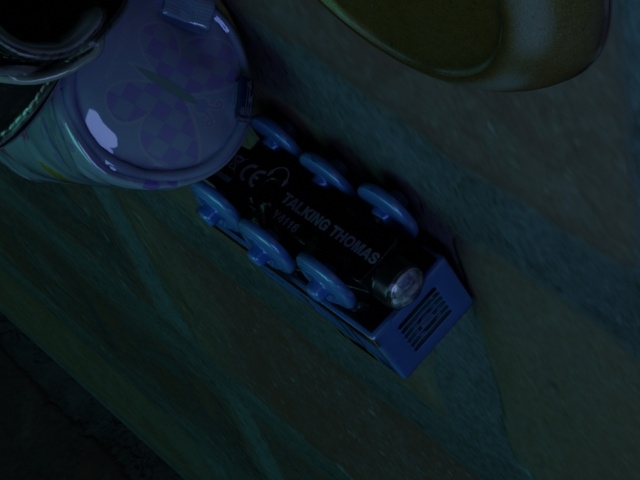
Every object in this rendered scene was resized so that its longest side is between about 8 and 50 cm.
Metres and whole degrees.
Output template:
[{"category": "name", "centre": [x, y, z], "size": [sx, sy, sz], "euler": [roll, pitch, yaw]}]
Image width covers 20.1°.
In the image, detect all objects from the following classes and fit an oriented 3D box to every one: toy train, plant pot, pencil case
[{"category": "toy train", "centre": [0.000, 0.000, 1.049], "size": [0.184, 0.080, 0.105], "euler": [34, 166, 39]}, {"category": "plant pot", "centre": [0.016, -0.145, 0.724], "size": [0.236, 0.032, 0.236], "euler": [42, 165, 14]}, {"category": "pencil case", "centre": [-0.135, -0.093, 1.091], "size": [0.273, 0.113, 0.124], "euler": [-175, 88, -68]}]

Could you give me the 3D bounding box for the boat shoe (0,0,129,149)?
[{"category": "boat shoe", "centre": [-0.147, -0.128, 0.826], "size": [0.335, 0.121, 0.119], "euler": [114, 143, -52]}]
